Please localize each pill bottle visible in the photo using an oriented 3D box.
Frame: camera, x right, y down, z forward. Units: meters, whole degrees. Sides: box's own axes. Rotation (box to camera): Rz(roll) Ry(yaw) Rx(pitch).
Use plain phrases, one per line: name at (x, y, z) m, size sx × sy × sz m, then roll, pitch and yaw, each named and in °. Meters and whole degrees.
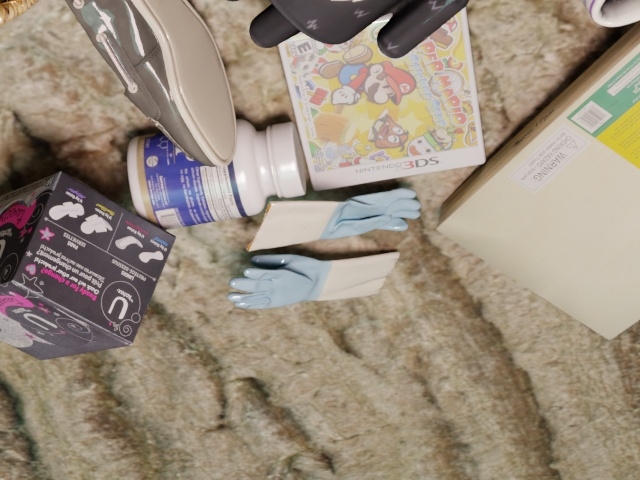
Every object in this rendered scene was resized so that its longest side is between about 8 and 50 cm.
pill bottle at (-0.115, -0.077, 1.652) m, size 0.186 × 0.112 × 0.112 m, roll -10°, pitch 132°, yaw 5°

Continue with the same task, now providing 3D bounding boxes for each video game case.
video game case at (0.072, -0.160, 1.645) m, size 0.206 × 0.026 × 0.227 m, roll -9°, pitch 132°, yaw 5°

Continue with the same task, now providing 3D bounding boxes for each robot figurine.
robot figurine at (0.030, -0.300, 1.412) m, size 0.278 × 0.174 × 0.209 m, roll -34°, pitch 133°, yaw 26°

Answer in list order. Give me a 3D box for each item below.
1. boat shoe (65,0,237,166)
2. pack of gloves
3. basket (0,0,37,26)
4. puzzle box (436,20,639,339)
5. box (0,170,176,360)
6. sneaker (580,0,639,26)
boat shoe at (-0.190, -0.217, 1.522) m, size 0.095 × 0.112 × 0.335 m, roll -8°, pitch 124°, yaw 28°
pack of gloves at (0.000, 0.000, 1.748) m, size 0.232 × 0.046 × 0.195 m, roll -6°, pitch 140°, yaw -32°
basket at (-0.414, -0.296, 1.339) m, size 0.223 × 0.213 × 0.299 m, roll 7°, pitch 133°, yaw 11°
puzzle box at (0.355, -0.063, 1.647) m, size 0.272 × 0.052 × 0.409 m, roll 33°, pitch 135°, yaw -13°
box at (-0.308, 0.037, 1.656) m, size 0.163 × 0.142 × 0.247 m, roll 31°, pitch 155°, yaw -28°
sneaker at (0.357, -0.322, 1.421) m, size 0.102 × 0.161 × 0.282 m, roll 24°, pitch 126°, yaw -21°
